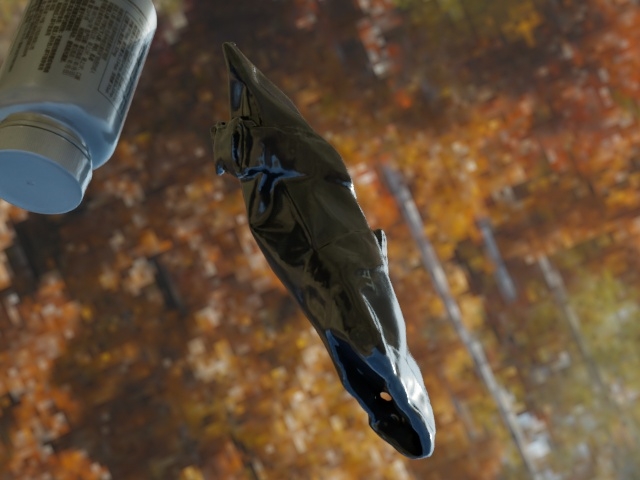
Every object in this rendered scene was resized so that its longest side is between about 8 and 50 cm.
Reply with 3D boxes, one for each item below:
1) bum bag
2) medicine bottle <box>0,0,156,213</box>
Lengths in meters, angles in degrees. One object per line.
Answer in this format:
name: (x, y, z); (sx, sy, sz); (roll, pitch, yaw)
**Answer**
bum bag: (0.000, 0.000, 1.208); (0.074, 0.310, 0.137); (-30, 152, 1)
medicine bottle: (-0.149, -0.089, 1.139); (0.079, 0.079, 0.140); (-18, -135, 40)
